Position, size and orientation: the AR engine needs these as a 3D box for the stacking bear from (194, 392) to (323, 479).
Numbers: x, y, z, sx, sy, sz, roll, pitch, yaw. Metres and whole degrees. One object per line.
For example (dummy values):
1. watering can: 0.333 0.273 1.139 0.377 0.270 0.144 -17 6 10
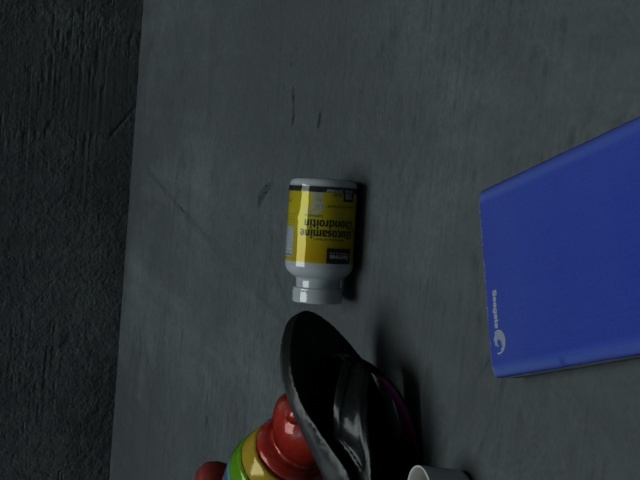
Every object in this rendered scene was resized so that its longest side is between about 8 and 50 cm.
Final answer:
1. stacking bear: -0.056 0.337 1.643 0.289 0.175 0.164 -59 33 36

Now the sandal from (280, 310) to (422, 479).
1. sandal: 0.074 0.273 1.368 0.107 0.167 0.445 -39 55 29

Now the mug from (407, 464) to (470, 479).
1. mug: 0.141 0.301 1.267 0.062 0.064 0.078 -116 35 -49

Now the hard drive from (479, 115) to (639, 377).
1. hard drive: 0.259 0.015 1.043 0.319 0.040 0.210 152 118 -64

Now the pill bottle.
1. pill bottle: 0.000 0.000 1.594 0.103 0.103 0.184 -172 84 -68
